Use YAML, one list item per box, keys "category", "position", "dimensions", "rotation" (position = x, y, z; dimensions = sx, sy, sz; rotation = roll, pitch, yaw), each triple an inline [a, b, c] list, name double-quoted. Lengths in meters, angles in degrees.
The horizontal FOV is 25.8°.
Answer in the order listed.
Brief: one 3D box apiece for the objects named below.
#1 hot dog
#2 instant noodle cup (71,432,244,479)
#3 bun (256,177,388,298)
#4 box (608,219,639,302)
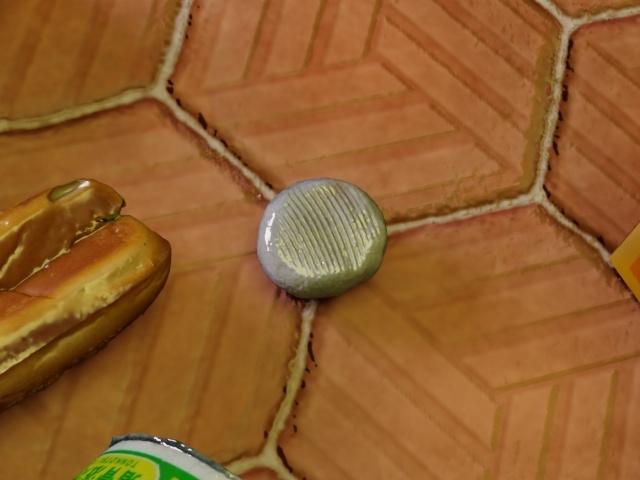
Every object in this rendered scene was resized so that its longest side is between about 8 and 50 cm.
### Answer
- category: "hot dog"
  position: [-0.209, 0.054, 0.771]
  dimensions: [0.269, 0.072, 0.115]
  rotation: [-30, 75, -21]
- category: "instant noodle cup"
  position: [-0.117, 0.224, 0.656]
  dimensions: [0.207, 0.207, 0.233]
  rotation: [37, 55, 7]
- category: "bun"
  position: [0.000, 0.000, 0.853]
  dimensions: [0.083, 0.045, 0.083]
  rotation: [3, 66, -7]
- category: "box"
  position: [0.360, -0.026, 0.802]
  dimensions: [0.259, 0.283, 0.214]
  rotation: [-25, 70, -21]
